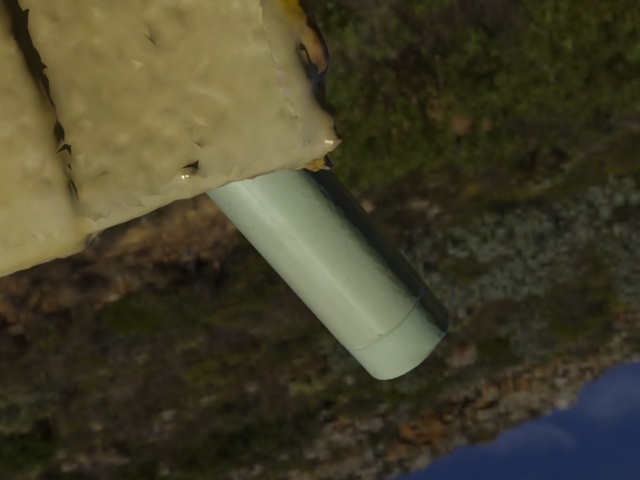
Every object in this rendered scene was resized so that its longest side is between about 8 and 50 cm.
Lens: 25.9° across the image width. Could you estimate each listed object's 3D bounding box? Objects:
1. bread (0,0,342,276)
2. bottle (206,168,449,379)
[{"bbox_3d":[-0.147,-0.124,0.538,0.207,0.279,0.279,-21,-166,-17],"label":"bread"},{"bbox_3d":[0.000,0.000,0.909,0.072,0.201,0.072,-34,-156,17],"label":"bottle"}]
